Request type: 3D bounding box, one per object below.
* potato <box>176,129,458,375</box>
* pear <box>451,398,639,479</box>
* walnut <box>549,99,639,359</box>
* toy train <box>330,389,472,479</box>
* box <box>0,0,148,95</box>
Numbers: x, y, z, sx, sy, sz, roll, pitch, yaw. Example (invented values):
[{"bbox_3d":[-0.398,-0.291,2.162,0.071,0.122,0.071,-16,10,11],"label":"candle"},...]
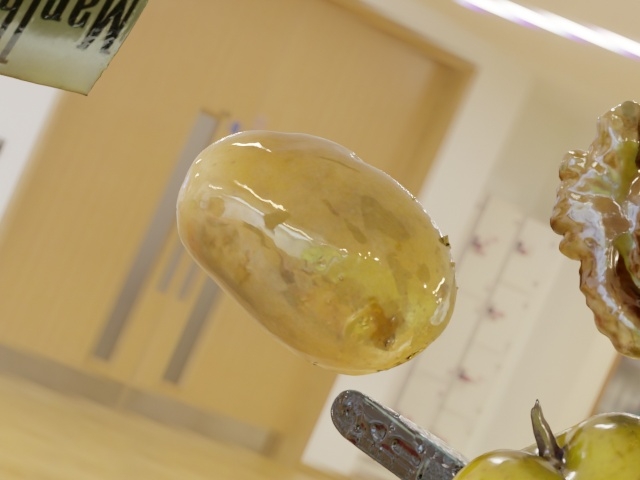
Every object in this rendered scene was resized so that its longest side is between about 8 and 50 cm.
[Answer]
[{"bbox_3d":[0.000,0.000,1.491,0.234,0.146,0.150,41,15,12],"label":"potato"},{"bbox_3d":[0.168,0.193,1.215,0.267,0.178,0.267,9,20,-3],"label":"pear"},{"bbox_3d":[0.224,-0.009,1.263,0.143,0.170,0.069,-12,-17,27],"label":"walnut"},{"bbox_3d":[0.089,0.201,1.845,0.051,0.052,0.234,25,3,-37],"label":"toy train"},{"bbox_3d":[-0.187,-0.154,1.202,0.177,0.115,0.036,9,33,-47],"label":"box"}]
